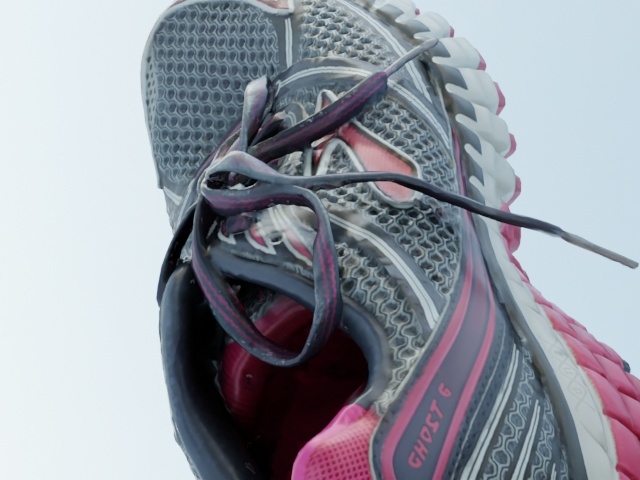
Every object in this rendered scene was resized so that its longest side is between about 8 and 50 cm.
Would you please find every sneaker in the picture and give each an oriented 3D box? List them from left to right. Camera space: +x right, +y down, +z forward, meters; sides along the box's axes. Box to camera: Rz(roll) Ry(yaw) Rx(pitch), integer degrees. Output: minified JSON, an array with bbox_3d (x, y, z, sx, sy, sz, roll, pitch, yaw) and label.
[{"bbox_3d":[0.000,0.000,0.493,0.121,0.112,0.299,-55,-145,19],"label":"sneaker"}]
